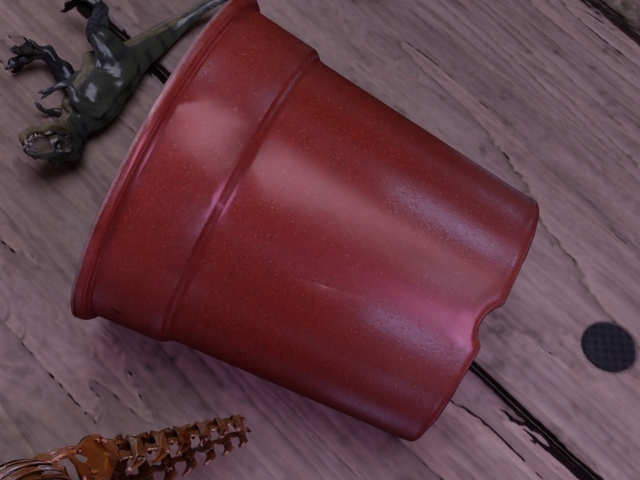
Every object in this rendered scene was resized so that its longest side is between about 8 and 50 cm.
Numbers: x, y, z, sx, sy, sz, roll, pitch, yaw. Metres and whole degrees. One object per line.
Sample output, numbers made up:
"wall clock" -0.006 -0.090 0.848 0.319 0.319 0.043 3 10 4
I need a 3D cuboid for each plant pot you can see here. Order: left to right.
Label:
"plant pot" 0.000 0.000 0.896 0.265 0.272 0.272 28 58 1

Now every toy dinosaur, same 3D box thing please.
"toy dinosaur" -0.188 0.212 0.797 0.322 0.164 0.218 -46 54 -6
"toy dinosaur" -0.203 -0.166 1.084 0.118 0.064 0.268 34 57 7
